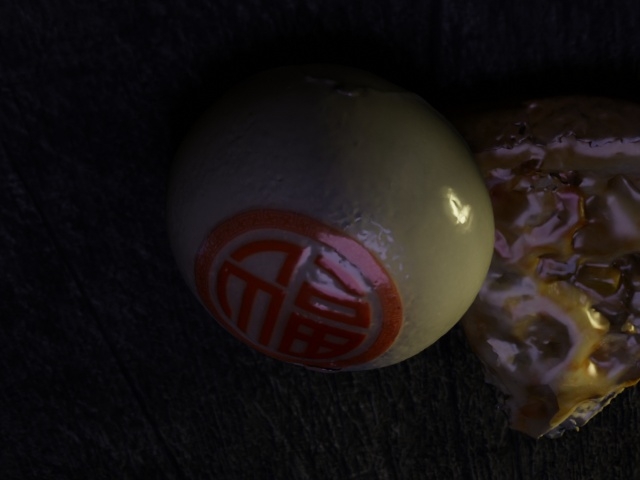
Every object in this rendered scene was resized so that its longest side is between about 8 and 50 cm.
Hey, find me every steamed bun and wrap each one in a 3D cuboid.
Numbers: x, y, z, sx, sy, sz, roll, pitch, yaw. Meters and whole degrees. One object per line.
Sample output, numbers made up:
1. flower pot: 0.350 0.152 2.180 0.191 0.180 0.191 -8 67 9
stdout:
1. steamed bun: 0.000 0.000 1.623 0.283 0.177 0.283 11 136 11

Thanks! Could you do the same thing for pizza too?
1. pizza: 0.240 -0.010 1.733 0.392 0.080 0.435 38 118 -24
